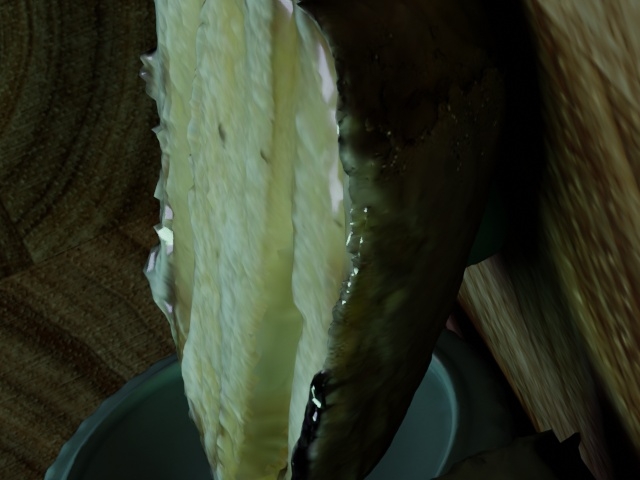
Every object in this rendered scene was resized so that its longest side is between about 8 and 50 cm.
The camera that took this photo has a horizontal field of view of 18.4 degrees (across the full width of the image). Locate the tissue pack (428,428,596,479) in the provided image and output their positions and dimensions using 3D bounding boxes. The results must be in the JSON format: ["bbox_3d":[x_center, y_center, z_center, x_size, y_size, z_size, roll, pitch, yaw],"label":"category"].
[{"bbox_3d":[0.051,0.247,0.696,0.245,0.123,0.332,57,144,23],"label":"tissue pack"}]

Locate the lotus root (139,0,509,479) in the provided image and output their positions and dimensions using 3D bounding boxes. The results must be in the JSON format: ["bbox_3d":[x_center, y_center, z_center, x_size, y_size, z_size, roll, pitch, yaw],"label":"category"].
[{"bbox_3d":[0.000,0.000,0.621,0.329,0.078,0.167,102,153,-60],"label":"lotus root"}]

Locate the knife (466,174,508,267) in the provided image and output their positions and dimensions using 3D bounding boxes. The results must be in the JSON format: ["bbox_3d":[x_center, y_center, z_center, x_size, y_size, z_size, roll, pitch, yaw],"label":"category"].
[{"bbox_3d":[0.016,-0.088,0.593,0.063,0.035,0.260,55,167,48],"label":"knife"}]

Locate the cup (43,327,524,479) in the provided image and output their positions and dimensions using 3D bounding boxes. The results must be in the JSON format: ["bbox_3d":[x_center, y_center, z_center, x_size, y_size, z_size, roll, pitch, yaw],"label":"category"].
[{"bbox_3d":[0.038,0.200,1.022,0.257,0.331,0.311,15,137,42],"label":"cup"}]
